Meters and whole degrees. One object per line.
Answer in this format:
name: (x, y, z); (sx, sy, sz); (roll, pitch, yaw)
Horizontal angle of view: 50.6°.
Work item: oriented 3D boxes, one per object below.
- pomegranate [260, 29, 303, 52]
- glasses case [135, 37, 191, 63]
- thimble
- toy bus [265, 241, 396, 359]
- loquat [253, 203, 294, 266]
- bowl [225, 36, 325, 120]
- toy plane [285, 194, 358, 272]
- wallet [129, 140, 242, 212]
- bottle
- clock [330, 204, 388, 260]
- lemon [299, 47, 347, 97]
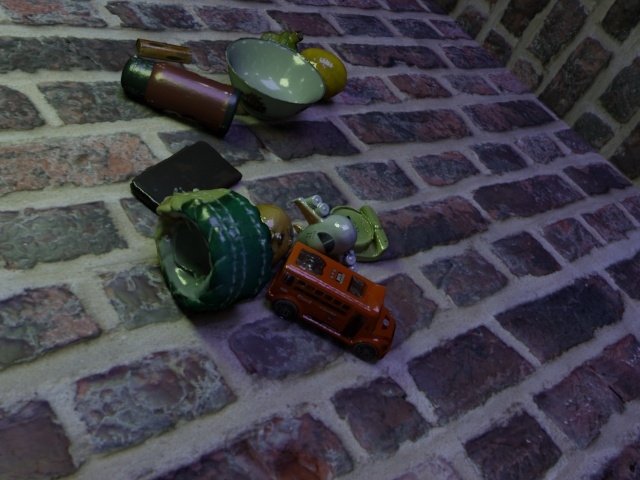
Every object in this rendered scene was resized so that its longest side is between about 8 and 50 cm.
pomegranate: (-0.133, -0.687, 2.429); (0.169, 0.122, 0.143); (-12, 47, 11)
glasses case: (-0.503, -0.615, 2.178); (0.169, 0.041, 0.065); (1, 47, -32)
thimble: (-0.241, 0.013, 1.498); (0.167, 0.254, 0.288); (-11, 58, -43)
toy bus: (0.046, 0.146, 1.629); (0.329, 0.153, 0.143); (30, 38, -4)
loquat: (-0.143, -0.007, 1.652); (0.172, 0.204, 0.149); (-40, 103, -16)
bowl: (-0.166, -0.488, 2.172); (0.337, 0.157, 0.337); (17, 41, -16)
toy plane: (0.000, 0.000, 1.697); (0.117, 0.245, 0.245); (-31, 68, -31)
wallet: (-0.350, -0.159, 1.785); (0.165, 0.042, 0.309); (38, 40, 6)
bottle: (-0.408, -0.432, 1.966); (0.336, 0.144, 0.144); (20, 39, -12)
clock: (0.067, -0.025, 1.887); (0.232, 0.069, 0.170); (1, 52, -31)
lemon: (-0.006, -0.590, 2.385); (0.207, 0.170, 0.170); (26, 38, -4)
